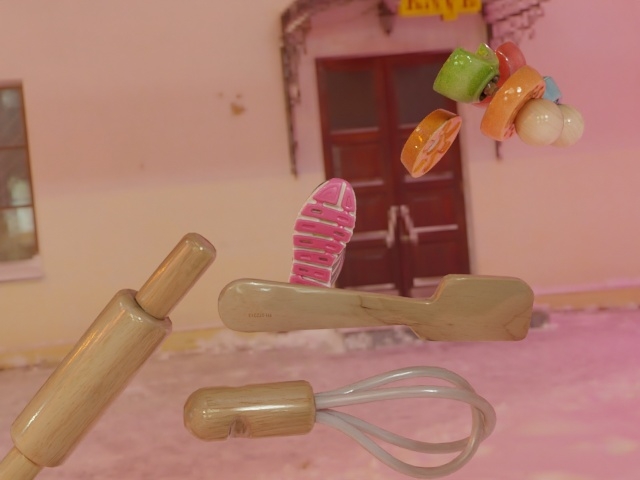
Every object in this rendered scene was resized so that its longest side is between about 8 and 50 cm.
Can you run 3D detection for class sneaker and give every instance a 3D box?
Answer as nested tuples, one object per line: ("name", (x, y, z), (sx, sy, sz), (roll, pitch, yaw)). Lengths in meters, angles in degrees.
("sneaker", (0.000, 0.000, 1.201), (0.063, 0.170, 0.075), (14, 28, 0))

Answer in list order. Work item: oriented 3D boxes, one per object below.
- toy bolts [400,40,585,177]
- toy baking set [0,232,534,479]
("toy bolts", (0.242, -0.148, 1.433), (0.158, 0.218, 0.228), (40, 34, 17))
("toy baking set", (-0.028, 0.089, 0.504), (0.197, 0.256, 0.030), (32, 12, -21))
